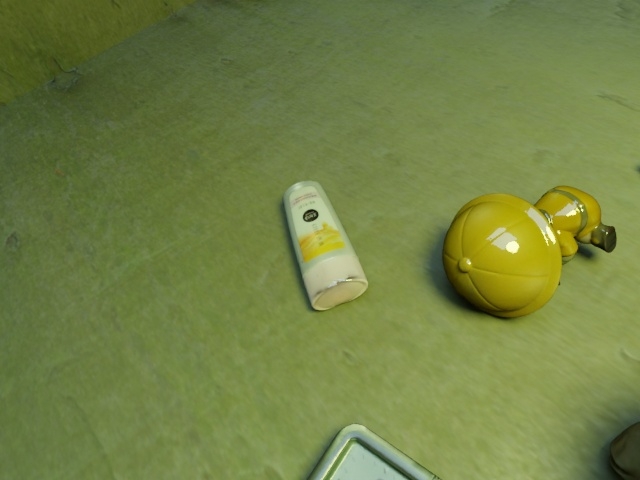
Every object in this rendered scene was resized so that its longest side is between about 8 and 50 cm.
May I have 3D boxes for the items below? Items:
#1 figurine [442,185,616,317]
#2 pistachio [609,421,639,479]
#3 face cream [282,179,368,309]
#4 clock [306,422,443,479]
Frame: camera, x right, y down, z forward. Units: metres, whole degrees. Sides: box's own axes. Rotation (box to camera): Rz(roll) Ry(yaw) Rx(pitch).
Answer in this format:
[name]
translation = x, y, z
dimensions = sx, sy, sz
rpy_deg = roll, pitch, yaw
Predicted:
[figurine]
translation = 0.310, -0.001, 0.707
dimensions = 0.256, 0.167, 0.192
rpy_deg = -32, 37, -14
[pistachio]
translation = 0.432, 0.240, 0.515
dimensions = 0.185, 0.108, 0.126
rpy_deg = -14, 17, 9
[face cream]
translation = 0.000, 0.000, 0.853
dimensions = 0.107, 0.073, 0.269
rpy_deg = -24, 50, 6
[clock]
translation = 0.071, 0.399, 0.520
dimensions = 0.278, 0.049, 0.273
rpy_deg = 26, 63, 31
